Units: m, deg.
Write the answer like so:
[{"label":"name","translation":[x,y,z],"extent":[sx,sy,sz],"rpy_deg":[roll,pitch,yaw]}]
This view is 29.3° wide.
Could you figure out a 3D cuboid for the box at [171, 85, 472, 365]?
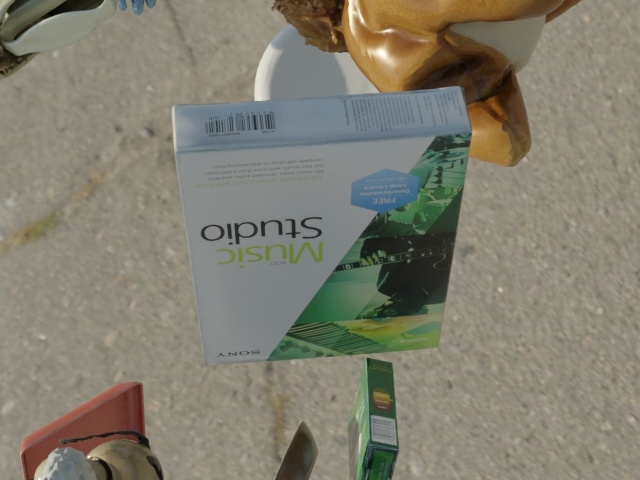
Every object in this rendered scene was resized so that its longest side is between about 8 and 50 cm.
[{"label":"box","translation":[0.000,0.000,1.068],"extent":[0.232,0.322,0.058],"rpy_deg":[-4,55,-3]}]

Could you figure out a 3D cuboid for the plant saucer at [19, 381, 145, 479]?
[{"label":"plant saucer","translation":[-0.441,0.391,2.256],"extent":[0.258,0.259,0.048],"rpy_deg":[-29,52,-31]}]

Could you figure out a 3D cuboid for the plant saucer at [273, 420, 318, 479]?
[{"label":"plant saucer","translation":[-0.045,0.322,1.516],"extent":[0.036,0.198,0.199],"rpy_deg":[22,76,6]}]

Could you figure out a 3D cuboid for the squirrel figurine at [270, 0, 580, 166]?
[{"label":"squirrel figurine","translation":[0.079,-0.328,1.233],"extent":[0.397,0.370,0.281],"rpy_deg":[22,68,29]}]

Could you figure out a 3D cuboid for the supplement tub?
[{"label":"supplement tub","translation":[0.043,-0.190,1.706],"extent":[0.235,0.325,0.235],"rpy_deg":[0,91,5]}]

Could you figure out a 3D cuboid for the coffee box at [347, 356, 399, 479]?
[{"label":"coffee box","translation":[0.063,0.238,1.488],"extent":[0.184,0.040,0.113],"rpy_deg":[-90,11,-63]}]

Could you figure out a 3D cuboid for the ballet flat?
[{"label":"ballet flat","translation":[-0.136,-0.189,0.821],"extent":[0.248,0.086,0.086],"rpy_deg":[-31,49,2]}]

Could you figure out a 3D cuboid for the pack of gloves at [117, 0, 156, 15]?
[{"label":"pack of gloves","translation":[-0.237,-0.338,1.288],"extent":[0.046,0.195,0.232],"rpy_deg":[43,136,35]}]

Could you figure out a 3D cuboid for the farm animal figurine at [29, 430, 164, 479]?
[{"label":"farm animal figurine","translation":[-0.198,0.363,1.337],"extent":[0.172,0.330,0.327],"rpy_deg":[-14,88,2]}]
